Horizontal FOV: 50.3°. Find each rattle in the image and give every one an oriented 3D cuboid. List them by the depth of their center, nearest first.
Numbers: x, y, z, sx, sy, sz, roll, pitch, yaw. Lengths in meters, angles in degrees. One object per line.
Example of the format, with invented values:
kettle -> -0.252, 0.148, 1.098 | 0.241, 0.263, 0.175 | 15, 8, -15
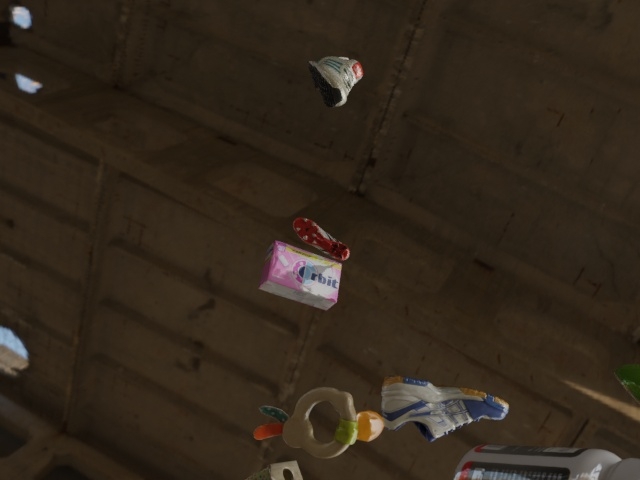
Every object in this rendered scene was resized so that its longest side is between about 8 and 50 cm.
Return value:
rattle -> -0.005, 0.340, 1.281 | 0.200, 0.143, 0.130 | -21, -95, 27

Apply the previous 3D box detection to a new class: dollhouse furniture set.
dollhouse furniture set -> -0.119, 0.562, 1.384 | 0.182, 0.101, 0.160 | -34, -117, 23

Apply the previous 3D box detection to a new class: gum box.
gum box -> -0.041, 0.086, 1.620 | 0.189, 0.107, 0.062 | 20, -31, -17

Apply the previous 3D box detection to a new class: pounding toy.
pounding toy -> 0.700, 0.295, 1.331 | 0.237, 0.183, 0.110 | 30, -72, -27

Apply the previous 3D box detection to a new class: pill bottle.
pill bottle -> 0.339, 0.372, 0.950 | 0.283, 0.161, 0.161 | -17, -78, 50

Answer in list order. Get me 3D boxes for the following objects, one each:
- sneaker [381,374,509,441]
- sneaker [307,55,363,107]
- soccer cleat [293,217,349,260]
sneaker -> 0.274, 0.387, 1.528 | 0.297, 0.112, 0.130 | 10, -103, -7
sneaker -> 0.030, -0.248, 1.021 | 0.075, 0.161, 0.057 | -19, -63, -2
soccer cleat -> 0.000, 0.000, 0.878 | 0.083, 0.035, 0.029 | 32, -101, 1
